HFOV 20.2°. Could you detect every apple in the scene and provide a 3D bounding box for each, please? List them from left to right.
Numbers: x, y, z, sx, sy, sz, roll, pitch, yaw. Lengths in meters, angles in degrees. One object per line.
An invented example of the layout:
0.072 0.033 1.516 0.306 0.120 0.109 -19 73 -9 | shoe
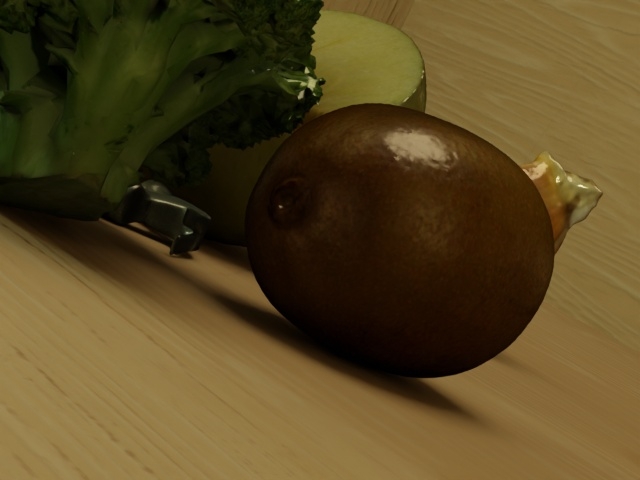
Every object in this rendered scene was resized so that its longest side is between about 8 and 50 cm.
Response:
-0.063 -0.111 1.646 0.295 0.233 0.258 8 32 -36 | apple

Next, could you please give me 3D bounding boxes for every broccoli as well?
-0.161 -0.168 1.253 0.413 0.310 0.321 -5 11 33 | broccoli

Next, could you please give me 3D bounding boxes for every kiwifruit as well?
0.054 -0.002 1.291 0.234 0.196 0.196 18 8 -40 | kiwifruit

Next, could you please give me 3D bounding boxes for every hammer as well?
-0.193 -0.050 1.431 0.226 0.041 0.159 25 3 -25 | hammer

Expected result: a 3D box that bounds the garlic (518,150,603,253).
0.109 -0.028 1.901 0.313 0.249 0.286 1 28 -18 | garlic
